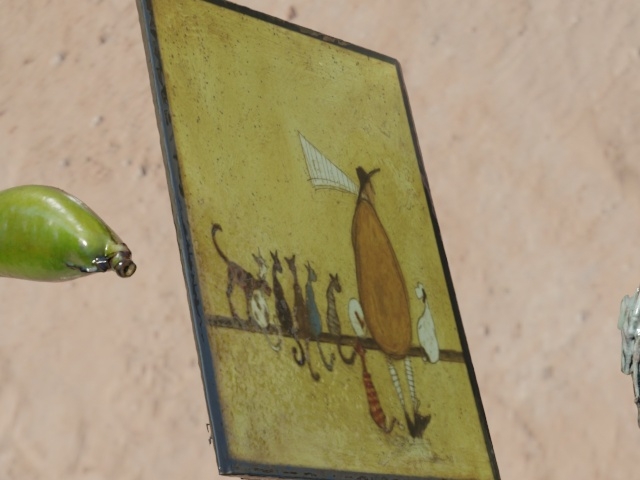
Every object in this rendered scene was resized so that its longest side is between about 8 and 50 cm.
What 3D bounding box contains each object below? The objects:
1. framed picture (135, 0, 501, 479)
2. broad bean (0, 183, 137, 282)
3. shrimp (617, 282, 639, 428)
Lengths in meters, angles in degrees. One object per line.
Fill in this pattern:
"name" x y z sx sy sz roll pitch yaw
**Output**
"framed picture" 0.000 0.000 1.125 0.255 0.014 0.339 13 56 -45
"broad bean" -0.199 -0.005 1.085 0.048 0.213 0.070 24 81 -63
"shrimp" 0.263 0.083 1.288 0.090 0.079 0.233 11 107 10
